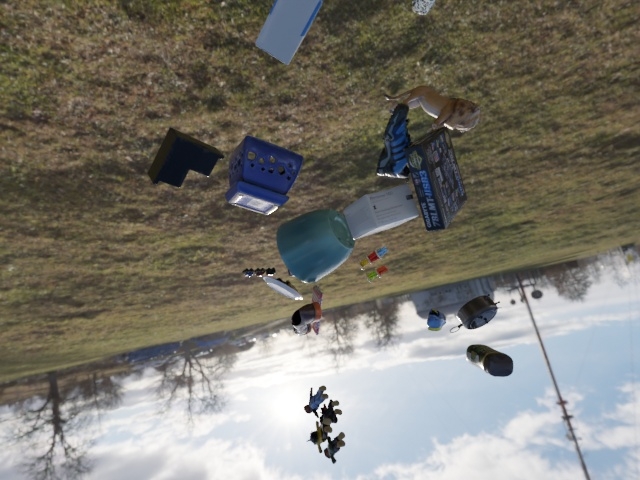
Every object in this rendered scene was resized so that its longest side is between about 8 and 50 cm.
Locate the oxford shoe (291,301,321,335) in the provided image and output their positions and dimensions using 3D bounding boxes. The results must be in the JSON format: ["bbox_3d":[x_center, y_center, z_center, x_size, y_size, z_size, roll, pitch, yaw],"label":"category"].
[{"bbox_3d":[-0.083,0.327,1.669,0.099,0.096,0.271,-3,148,-23],"label":"oxford shoe"}]

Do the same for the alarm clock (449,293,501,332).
[{"bbox_3d":[0.518,0.260,1.365,0.192,0.064,0.129,-42,138,20],"label":"alarm clock"}]

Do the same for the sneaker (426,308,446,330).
[{"bbox_3d":[0.520,0.337,1.798,0.069,0.082,0.209,-1,-176,25],"label":"sneaker"}]

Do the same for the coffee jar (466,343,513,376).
[{"bbox_3d":[0.595,0.421,1.422,0.096,0.078,0.184,3,177,-4],"label":"coffee jar"}]

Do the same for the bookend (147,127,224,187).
[{"bbox_3d":[-0.397,-0.225,1.194,0.157,0.072,0.156,17,111,-44],"label":"bookend"}]

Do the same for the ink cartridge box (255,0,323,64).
[{"bbox_3d":[-0.092,-0.759,1.368,0.129,0.307,0.223,28,123,-15],"label":"ink cartridge box"}]

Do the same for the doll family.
[{"bbox_3d":[0.005,0.476,1.054,0.076,0.192,0.111,13,131,-15],"label":"doll family"}]

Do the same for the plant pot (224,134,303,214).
[{"bbox_3d":[-0.229,-0.232,1.538,0.236,0.211,0.236,18,163,-23],"label":"plant pot"}]

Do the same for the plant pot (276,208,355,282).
[{"bbox_3d":[0.000,0.000,1.692,0.235,0.292,0.293,-30,165,28],"label":"plant pot"}]

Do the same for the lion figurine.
[{"bbox_3d":[0.496,-0.593,1.770,0.240,0.392,0.142,-45,166,-14],"label":"lion figurine"}]

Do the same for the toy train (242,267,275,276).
[{"bbox_3d":[-0.264,0.138,1.741,0.159,0.036,0.027,1,154,-36],"label":"toy train"}]

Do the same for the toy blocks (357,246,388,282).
[{"bbox_3d":[0.260,0.105,1.832,0.148,0.123,0.054,-36,170,22],"label":"toy blocks"}]

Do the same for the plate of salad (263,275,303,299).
[{"bbox_3d":[-0.162,0.202,1.779,0.200,0.048,0.199,25,161,9],"label":"plate of salad"}]

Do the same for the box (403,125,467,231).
[{"bbox_3d":[0.407,-0.220,1.395,0.074,0.295,0.293,-9,-160,36],"label":"box"}]

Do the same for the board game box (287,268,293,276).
[{"bbox_3d":[-0.073,0.039,2.270,0.232,0.290,0.141,-14,171,20],"label":"board game box"}]

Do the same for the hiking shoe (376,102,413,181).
[{"bbox_3d":[0.292,-0.351,1.446,0.132,0.113,0.303,17,144,10],"label":"hiking shoe"}]

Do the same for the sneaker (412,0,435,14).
[{"bbox_3d":[0.224,-0.739,0.998,0.158,0.409,0.182,-3,160,-13],"label":"sneaker"}]

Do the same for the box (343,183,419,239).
[{"bbox_3d":[0.206,-0.098,1.393,0.181,0.118,0.182,-17,174,-23],"label":"box"}]

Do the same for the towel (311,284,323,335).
[{"bbox_3d":[-0.016,0.312,1.817,0.030,0.196,0.144,4,-170,-11],"label":"towel"}]
